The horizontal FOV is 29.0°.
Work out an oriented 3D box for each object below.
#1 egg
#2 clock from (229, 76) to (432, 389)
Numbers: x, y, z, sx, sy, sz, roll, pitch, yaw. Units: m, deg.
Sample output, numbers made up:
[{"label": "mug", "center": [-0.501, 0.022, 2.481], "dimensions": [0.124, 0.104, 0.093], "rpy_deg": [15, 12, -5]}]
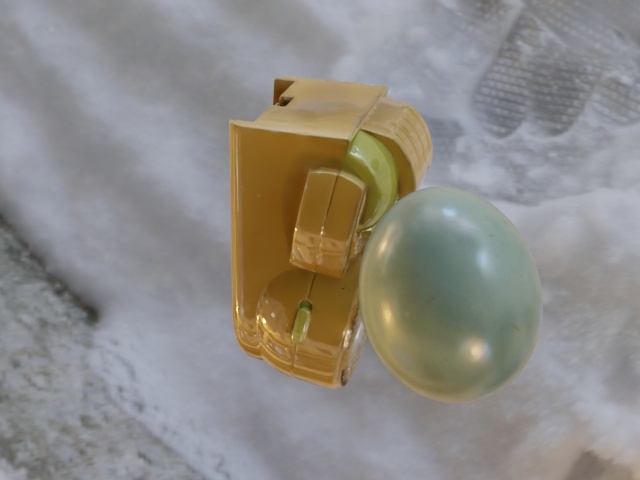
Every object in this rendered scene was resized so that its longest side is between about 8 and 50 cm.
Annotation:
[{"label": "egg", "center": [0.105, 0.045, 1.012], "dimensions": [0.149, 0.149, 0.192], "rpy_deg": [2, 130, 29]}, {"label": "clock", "center": [0.000, 0.000, 1.348], "dimensions": [0.200, 0.244, 0.317], "rpy_deg": [15, 115, 11]}]
